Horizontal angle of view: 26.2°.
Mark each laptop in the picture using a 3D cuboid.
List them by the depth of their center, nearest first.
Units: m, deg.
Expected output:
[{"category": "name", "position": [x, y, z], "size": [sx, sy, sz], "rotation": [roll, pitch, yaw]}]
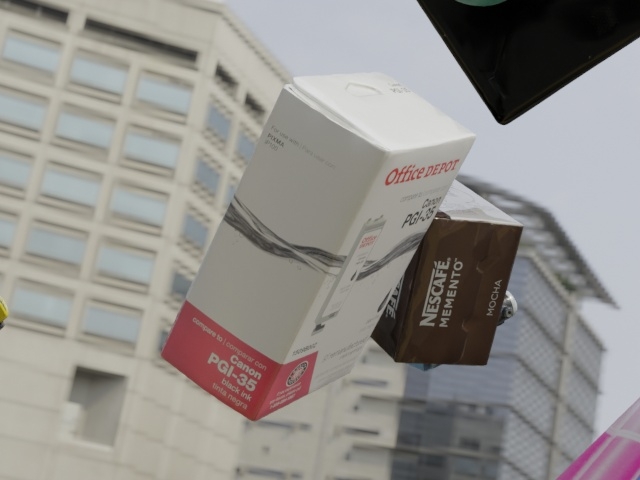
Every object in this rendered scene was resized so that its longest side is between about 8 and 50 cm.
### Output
[{"category": "laptop", "position": [0.302, -0.407, 1.734], "size": [0.408, 0.382, 0.236], "rotation": [-34, -5, 10]}]

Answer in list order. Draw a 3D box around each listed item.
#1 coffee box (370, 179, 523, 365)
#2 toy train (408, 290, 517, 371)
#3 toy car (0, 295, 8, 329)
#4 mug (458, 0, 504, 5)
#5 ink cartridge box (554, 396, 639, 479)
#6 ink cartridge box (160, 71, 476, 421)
[{"category": "coffee box", "position": [0.089, 0.005, 1.547], "size": [0.119, 0.168, 0.297], "rotation": [5, 18, -25]}, {"category": "toy train", "position": [0.169, 0.101, 1.767], "size": [0.184, 0.080, 0.105], "rotation": [-21, 22, -24]}, {"category": "toy car", "position": [-0.487, 0.162, 1.779], "size": [0.239, 0.224, 0.053], "rotation": [-5, 21, 16]}, {"category": "mug", "position": [0.168, -0.322, 1.457], "size": [0.158, 0.129, 0.097], "rotation": [-19, -6, -15]}, {"category": "ink cartridge box", "position": [0.393, 0.207, 1.402], "size": [0.069, 0.371, 0.176], "rotation": [52, -7, -28]}, {"category": "ink cartridge box", "position": [0.000, 0.000, 1.250], "size": [0.117, 0.283, 0.207], "rotation": [34, 22, 19]}]
